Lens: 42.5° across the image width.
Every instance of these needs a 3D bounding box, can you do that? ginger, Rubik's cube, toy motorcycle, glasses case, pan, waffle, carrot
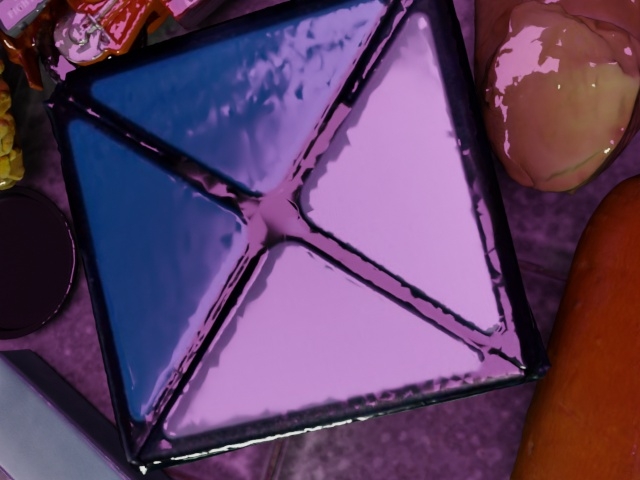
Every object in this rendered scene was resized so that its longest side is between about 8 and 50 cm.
[{"bbox_3d":[0.177,-0.141,0.588,0.137,0.152,0.267,2,54,13],"label":"ginger"},{"bbox_3d":[0.000,0.000,0.561,0.246,0.250,0.249,-16,81,9],"label":"Rubik's cube"},{"bbox_3d":[-0.151,-0.277,0.667,0.325,0.148,0.221,-40,88,4],"label":"toy motorcycle"},{"bbox_3d":[-0.178,0.204,0.685,0.266,0.056,0.105,39,117,11],"label":"glasses case"},{"bbox_3d":[-0.320,0.037,0.730,0.235,0.028,0.136,-21,81,5],"label":"pan"},{"bbox_3d":[-0.294,-0.133,0.679,0.038,0.191,0.191,-25,79,-30],"label":"waffle"},{"bbox_3d":[0.258,0.058,0.532,0.214,0.193,0.331,13,88,15],"label":"carrot"}]
